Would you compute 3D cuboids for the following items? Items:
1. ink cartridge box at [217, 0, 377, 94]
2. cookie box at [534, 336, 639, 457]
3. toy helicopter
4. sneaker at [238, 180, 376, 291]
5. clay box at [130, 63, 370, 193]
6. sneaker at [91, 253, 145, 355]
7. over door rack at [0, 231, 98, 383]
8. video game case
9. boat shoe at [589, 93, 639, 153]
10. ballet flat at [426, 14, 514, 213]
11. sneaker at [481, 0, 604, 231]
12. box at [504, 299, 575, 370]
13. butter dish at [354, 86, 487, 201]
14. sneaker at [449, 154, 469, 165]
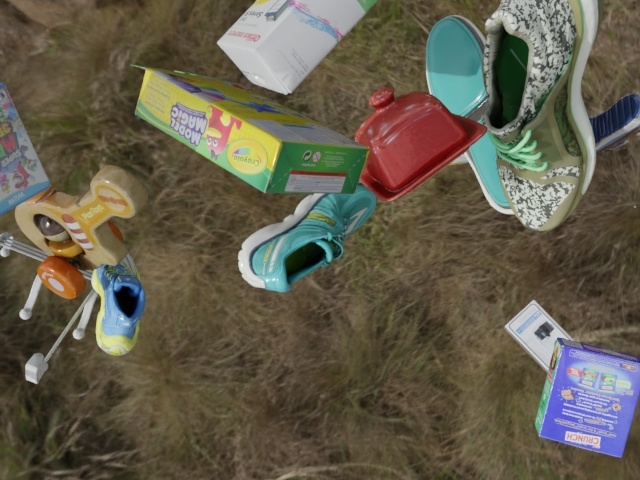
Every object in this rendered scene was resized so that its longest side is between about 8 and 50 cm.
[{"bbox_3d":[-0.031,-0.328,1.089,0.212,0.093,0.154,-49,32,-5],"label":"ink cartridge box"},{"bbox_3d":[0.295,0.172,0.811,0.092,0.040,0.107,13,98,9],"label":"cookie box"},{"bbox_3d":[-0.392,-0.054,1.179,0.235,0.140,0.355,48,141,-19],"label":"toy helicopter"},{"bbox_3d":[0.000,0.000,1.171,0.110,0.275,0.107,21,137,42],"label":"sneaker"},{"bbox_3d":[-0.077,-0.110,0.710,0.222,0.127,0.053,31,111,35],"label":"clay box"},{"bbox_3d":[-0.352,0.082,1.330,0.126,0.091,0.240,-53,41,39],"label":"sneaker"},{"bbox_3d":[-0.558,0.126,1.353,0.240,0.324,0.108,21,119,-1],"label":"over door rack"},{"bbox_3d":[-0.466,-0.123,1.045,0.015,0.119,0.166,10,127,38],"label":"video game case"},{"bbox_3d":[0.453,-0.165,1.144,0.066,0.183,0.066,9,75,-19],"label":"boat shoe"},{"bbox_3d":[0.299,-0.216,1.306,0.139,0.139,0.400,-28,65,22],"label":"ballet flat"},{"bbox_3d":[0.267,-0.167,1.003,0.158,0.182,0.410,22,138,39],"label":"sneaker"},{"bbox_3d":[0.540,0.269,1.630,0.087,0.169,0.290,-44,76,4],"label":"box"},{"bbox_3d":[0.105,-0.144,0.956,0.160,0.160,0.118,-37,112,1],"label":"butter dish"},{"bbox_3d":[0.384,-0.241,1.715,0.297,0.111,0.131,3,135,11],"label":"sneaker"}]
